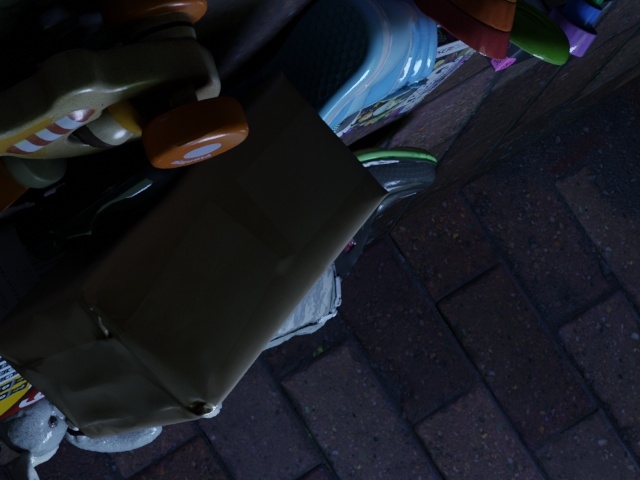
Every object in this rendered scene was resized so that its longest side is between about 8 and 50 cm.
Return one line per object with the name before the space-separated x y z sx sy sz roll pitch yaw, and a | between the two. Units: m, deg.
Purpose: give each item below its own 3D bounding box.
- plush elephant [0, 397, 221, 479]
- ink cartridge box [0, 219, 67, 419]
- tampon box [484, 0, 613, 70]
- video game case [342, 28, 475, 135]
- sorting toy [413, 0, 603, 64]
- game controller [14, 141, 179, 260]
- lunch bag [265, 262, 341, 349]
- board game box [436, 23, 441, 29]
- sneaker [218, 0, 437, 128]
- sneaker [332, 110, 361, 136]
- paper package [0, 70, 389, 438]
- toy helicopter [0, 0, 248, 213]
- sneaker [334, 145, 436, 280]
plush elephant | -0.349 0.204 1.791 0.330 0.272 0.255 -21 -170 14
ink cartridge box | -0.419 0.129 1.495 0.272 0.130 0.309 -27 166 -29
tampon box | 0.290 -0.315 1.742 0.161 0.101 0.120 -25 169 -43
video game case | 0.122 -0.234 1.811 0.210 0.042 0.232 -24 169 -44
sorting toy | 0.248 -0.285 1.471 0.365 0.127 0.126 -8 136 -55
game controller | -0.221 -0.049 1.257 0.166 0.067 0.319 -45 -167 -8
lunch bag | -0.120 0.033 1.706 0.212 0.256 0.305 -36 173 25
board game box | 0.133 -0.282 1.599 0.186 0.026 0.126 -32 173 -8
sneaker | 0.012 -0.166 1.471 0.319 0.127 0.208 -37 170 39
sneaker | -0.013 -0.158 1.679 0.166 0.065 0.076 -33 169 -12
paper package | -0.139 0.025 1.299 0.325 0.168 0.309 -51 -164 -30
toy helicopter | -0.248 -0.089 1.019 0.355 0.140 0.235 -15 174 -31
sneaker | 0.000 0.000 2.211 0.482 0.202 0.185 -32 173 -4
